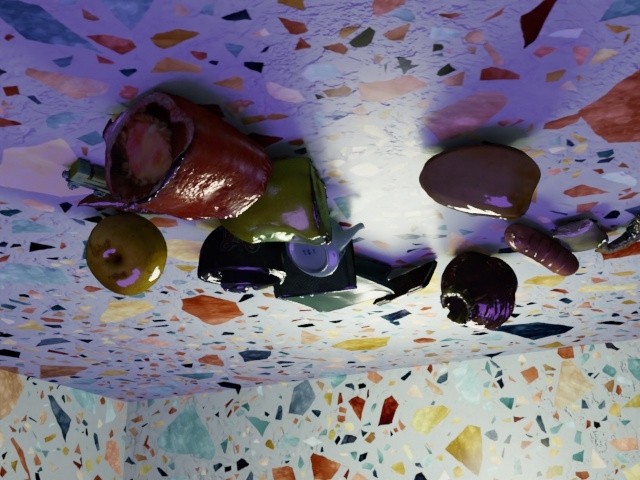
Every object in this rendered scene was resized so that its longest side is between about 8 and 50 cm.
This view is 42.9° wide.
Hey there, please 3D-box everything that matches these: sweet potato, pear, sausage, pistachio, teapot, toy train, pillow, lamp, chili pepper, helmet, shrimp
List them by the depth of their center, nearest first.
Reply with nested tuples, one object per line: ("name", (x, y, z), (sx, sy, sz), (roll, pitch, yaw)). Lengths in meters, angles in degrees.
("chili pepper", (-0.254, -0.135, 1.621), (0.251, 0.229, 0.305), (-41, 144, 16))
("pistachio", (0.343, -0.136, 1.772), (0.260, 0.163, 0.213), (7, 139, 13))
("toy train", (-0.514, -0.140, 1.828), (0.122, 0.050, 0.081), (17, 144, -37))
("pear", (-0.108, -0.072, 1.834), (0.292, 0.160, 0.292), (1, 169, 0))
("sweet potato", (-0.434, -0.092, 1.926), (0.273, 0.067, 0.067), (0, 158, -13))
("pear", (-0.485, 0.033, 2.055), (0.208, 0.209, 0.209), (-2, 158, -1))
("teapot", (0.000, 0.000, 2.115), (0.231, 0.159, 0.159), (-9, 158, 37))
("helmet", (-0.205, 0.034, 2.134), (0.230, 0.161, 0.279), (0, 170, -5))
("shrimp", (0.818, -0.017, 2.191), (0.150, 0.051, 0.217), (-15, 155, -16))
("pillow", (0.713, -0.013, 2.230), (0.119, 0.053, 0.208), (-12, 159, 30))
("sausage", (0.616, 0.025, 2.269), (0.087, 0.088, 0.433), (-17, 155, 34))
("lamp", (0.456, 0.151, 2.379), (0.246, 0.247, 0.247), (-2, 158, -1))

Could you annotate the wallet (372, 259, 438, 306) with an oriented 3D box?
("wallet", (0.261, 0.137, 2.496), (0.031, 0.122, 0.232), (45, 141, -14))

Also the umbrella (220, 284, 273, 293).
("umbrella", (-0.133, 0.083, 2.349), (0.348, 0.094, 0.143), (-13, 150, 20))

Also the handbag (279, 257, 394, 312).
("handbag", (0.043, 0.132, 2.498), (0.326, 0.089, 0.238), (-19, 152, 39))

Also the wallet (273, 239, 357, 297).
("wallet", (-0.022, 0.069, 2.243), (0.235, 0.160, 0.055), (-7, 177, 13))
